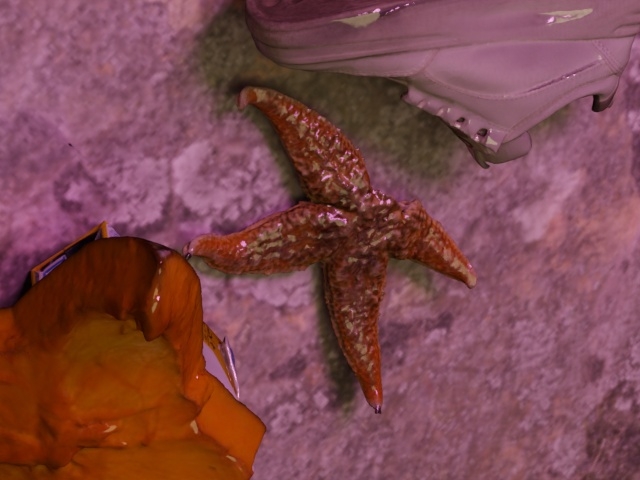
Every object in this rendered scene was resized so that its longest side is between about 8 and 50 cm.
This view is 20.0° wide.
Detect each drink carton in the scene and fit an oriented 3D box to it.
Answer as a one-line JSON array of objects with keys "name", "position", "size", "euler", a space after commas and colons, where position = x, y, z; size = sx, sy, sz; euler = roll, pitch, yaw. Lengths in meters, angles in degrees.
[{"name": "drink carton", "position": [-0.108, 0.080, 1.228], "size": [0.084, 0.074, 0.200], "euler": [-34, 125, 9]}]

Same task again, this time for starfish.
[{"name": "starfish", "position": [-0.002, 0.001, 1.271], "size": [0.247, 0.050, 0.138], "euler": [40, 91, -27]}]

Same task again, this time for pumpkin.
[{"name": "pumpkin", "position": [-0.160, 0.118, 1.151], "size": [0.290, 0.095, 0.258], "euler": [-16, 127, 21]}]

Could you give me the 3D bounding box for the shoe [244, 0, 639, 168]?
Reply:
[{"name": "shoe", "position": [0.094, -0.120, 1.226], "size": [0.316, 0.124, 0.159], "euler": [-12, 122, -23]}]
